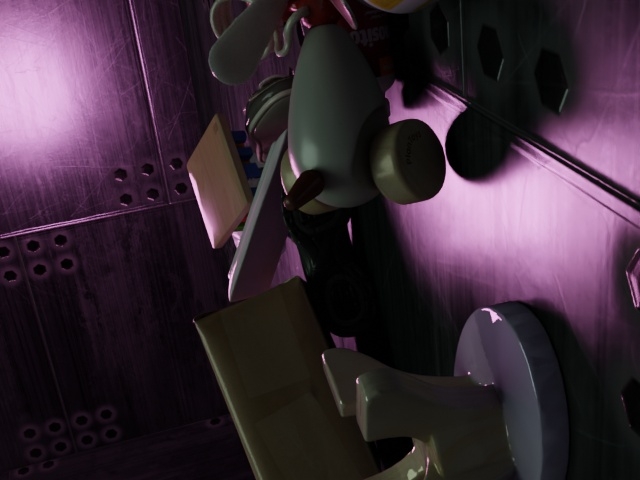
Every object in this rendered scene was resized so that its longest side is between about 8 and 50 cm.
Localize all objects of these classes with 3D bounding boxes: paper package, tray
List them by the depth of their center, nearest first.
[{"bbox_3d":[-0.076,-0.041,1.334,0.145,0.030,0.270,-7,-63,-69],"label":"tray"},{"bbox_3d":[-0.039,0.237,1.344,0.309,0.168,0.325,65,-179,-83],"label":"paper package"}]

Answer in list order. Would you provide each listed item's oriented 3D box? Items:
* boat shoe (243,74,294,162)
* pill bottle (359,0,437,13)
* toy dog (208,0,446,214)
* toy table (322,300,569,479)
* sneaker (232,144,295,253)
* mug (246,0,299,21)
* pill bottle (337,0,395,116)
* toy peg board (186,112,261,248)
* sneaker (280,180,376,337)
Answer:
[{"bbox_3d":[-0.078,-0.213,1.423,0.335,0.112,0.095,118,133,-78],"label":"boat shoe"},{"bbox_3d":[0.073,-0.238,0.690,0.184,0.103,0.103,-167,65,-77],"label":"pill bottle"},{"bbox_3d":[-0.019,-0.157,0.848,0.220,0.161,0.334,-38,84,41],"label":"toy dog"},{"bbox_3d":[0.111,0.183,0.818,0.252,0.161,0.274,-118,18,-53],"label":"toy table"},{"bbox_3d":[-0.091,-0.041,1.633,0.366,0.137,0.210,41,152,61],"label":"sneaker"},{"bbox_3d":[-0.056,-0.361,1.166,0.169,0.113,0.150,100,159,-69],"label":"mug"},{"bbox_3d":[0.035,-0.206,0.951,0.086,0.086,0.152,-135,34,-69],"label":"pill bottle"},{"bbox_3d":[-0.135,-0.096,1.406,0.160,0.079,0.161,-47,58,53],"label":"toy peg board"},{"bbox_3d":[0.000,0.000,1.299,0.130,0.109,0.286,-171,70,-81],"label":"sneaker"}]
